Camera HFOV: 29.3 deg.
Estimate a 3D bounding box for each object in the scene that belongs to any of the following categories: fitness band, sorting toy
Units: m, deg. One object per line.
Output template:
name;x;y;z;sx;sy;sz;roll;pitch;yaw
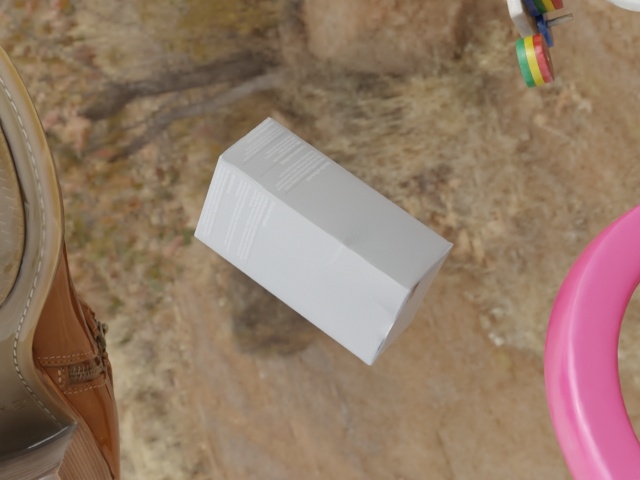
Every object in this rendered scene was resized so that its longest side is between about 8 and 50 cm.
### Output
fitness band;0.224;0.101;0.528;0.291;0.209;0.054;42;154;6
sorting toy;0.208;-0.260;1.183;0.132;0.046;0.274;36;-137;-62

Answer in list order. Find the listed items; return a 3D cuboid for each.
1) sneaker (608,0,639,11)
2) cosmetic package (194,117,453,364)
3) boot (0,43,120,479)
sneaker;0.266;-0.295;1.025;0.131;0.148;0.350;-43;38;30
cosmetic package;0.000;0.000;1.239;0.238;0.107;0.127;35;135;9
boot;-0.155;0.017;0.609;0.220;0.109;0.283;-115;9;-74
